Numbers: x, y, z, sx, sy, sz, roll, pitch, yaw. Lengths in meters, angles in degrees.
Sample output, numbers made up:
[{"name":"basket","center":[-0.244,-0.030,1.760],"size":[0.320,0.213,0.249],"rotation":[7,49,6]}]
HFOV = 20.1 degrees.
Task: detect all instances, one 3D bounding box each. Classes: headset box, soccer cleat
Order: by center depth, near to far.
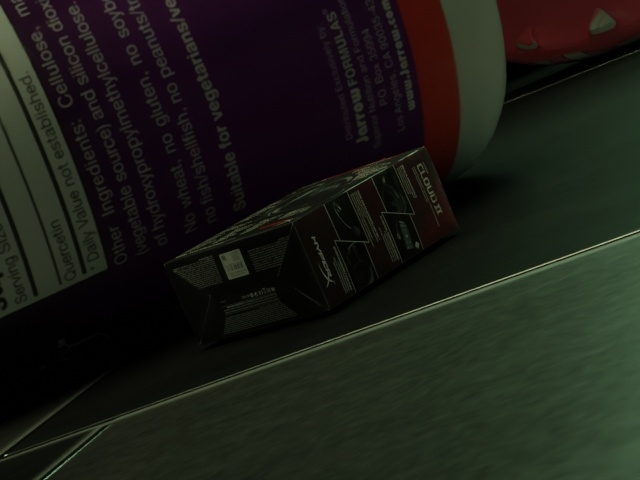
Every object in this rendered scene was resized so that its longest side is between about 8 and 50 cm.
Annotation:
[{"name":"headset box","center":[0.000,0.000,0.597],"size":[0.062,0.032,0.083],"rotation":[-17,8,41]},{"name":"soccer cleat","center":[0.207,-0.158,1.028],"size":[0.248,0.083,0.095],"rotation":[-25,-21,18]}]

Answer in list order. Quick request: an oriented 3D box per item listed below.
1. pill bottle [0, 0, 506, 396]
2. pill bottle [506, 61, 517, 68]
[{"name":"pill bottle","center":[-0.102,-0.049,0.696],"size":[0.323,0.182,0.181],"rotation":[-26,7,-17]},{"name":"pill bottle","center":[0.064,-0.212,1.219],"size":[0.407,0.229,0.229],"rotation":[-23,7,-3]}]
